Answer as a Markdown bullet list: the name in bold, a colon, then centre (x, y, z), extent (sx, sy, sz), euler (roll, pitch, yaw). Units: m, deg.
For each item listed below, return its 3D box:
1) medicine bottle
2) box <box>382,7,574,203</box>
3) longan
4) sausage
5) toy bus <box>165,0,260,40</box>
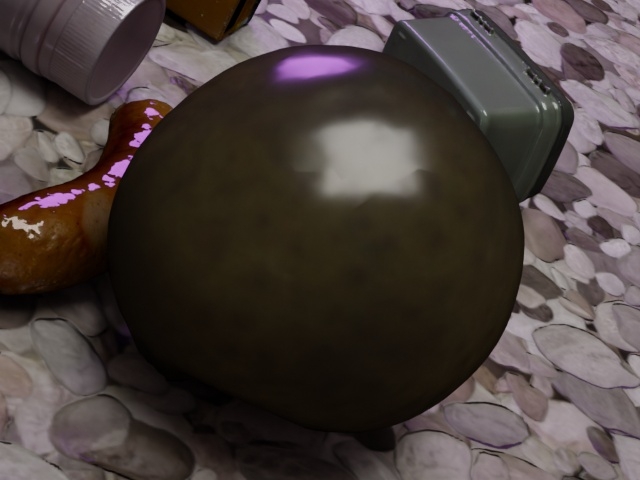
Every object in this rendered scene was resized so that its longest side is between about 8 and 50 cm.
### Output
- **medicine bottle**: centre (-0.279, -0.242, 1.407), extent (0.249, 0.133, 0.133), euler (35, 32, 8)
- **box**: centre (0.156, -0.142, 1.608), extent (0.129, 0.148, 0.210), euler (-6, 43, -32)
- **longan**: centre (0.000, 0.000, 1.160), extent (0.319, 0.319, 0.319), euler (21, 33, -14)
- **sausage**: centre (-0.180, -0.034, 1.247), extent (0.103, 0.076, 0.302), euler (24, 30, 6)
- **toy bus**: centre (-0.157, -0.310, 1.633), extent (0.201, 0.098, 0.114), euler (34, 32, 3)
